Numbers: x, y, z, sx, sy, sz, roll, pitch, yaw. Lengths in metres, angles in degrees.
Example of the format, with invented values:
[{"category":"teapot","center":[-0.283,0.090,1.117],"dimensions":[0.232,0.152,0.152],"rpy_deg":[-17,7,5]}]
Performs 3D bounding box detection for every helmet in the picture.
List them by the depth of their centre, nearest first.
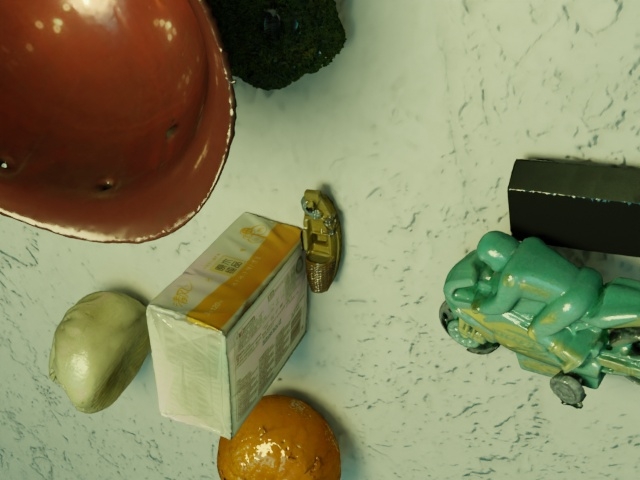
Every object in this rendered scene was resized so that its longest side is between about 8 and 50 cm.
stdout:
[{"category":"helmet","center":[-0.233,-0.208,0.702],"dimensions":[0.337,0.230,0.385],"rpy_deg":[-35,115,27]}]

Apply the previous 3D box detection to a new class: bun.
[{"category":"bun","center":[-0.351,0.170,1.184],"dimensions":[0.127,0.193,0.178],"rpy_deg":[24,138,8]}]

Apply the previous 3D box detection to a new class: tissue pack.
[{"category":"tissue pack","center":[-0.110,0.102,0.981],"dimensions":[0.124,0.225,0.185],"rpy_deg":[14,127,20]}]

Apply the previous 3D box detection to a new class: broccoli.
[{"category":"broccoli","center":[-0.049,-0.229,0.788],"dimensions":[0.162,0.138,0.146],"rpy_deg":[1,110,-9]}]

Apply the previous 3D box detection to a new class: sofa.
[{"category":"sofa","center":[0.271,-0.037,0.791],"dimensions":[0.147,0.060,0.085],"rpy_deg":[8,141,26]}]

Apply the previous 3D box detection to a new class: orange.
[{"category":"orange","center":[-0.060,0.323,1.146],"dimensions":[0.193,0.161,0.193],"rpy_deg":[8,114,17]}]

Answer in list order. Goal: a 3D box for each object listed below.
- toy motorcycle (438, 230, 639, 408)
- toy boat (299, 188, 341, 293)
[{"category":"toy motorcycle","center":[0.242,0.071,0.824],"dimensions":[0.296,0.109,0.198],"rpy_deg":[11,138,42]},{"category":"toy boat","center":[0.000,0.000,0.967],"dimensions":[0.047,0.049,0.149],"rpy_deg":[11,125,24]}]
